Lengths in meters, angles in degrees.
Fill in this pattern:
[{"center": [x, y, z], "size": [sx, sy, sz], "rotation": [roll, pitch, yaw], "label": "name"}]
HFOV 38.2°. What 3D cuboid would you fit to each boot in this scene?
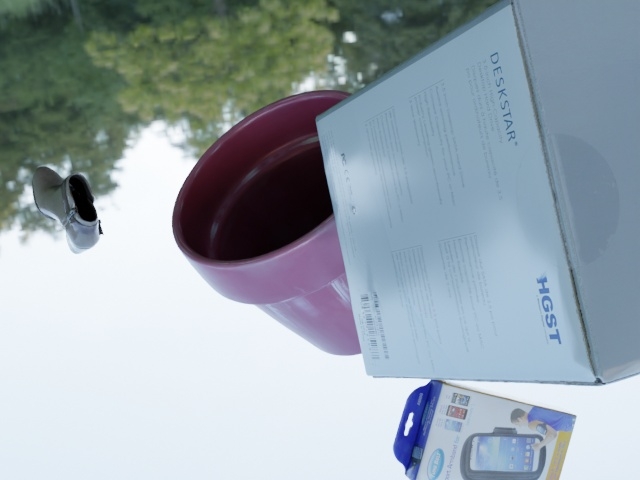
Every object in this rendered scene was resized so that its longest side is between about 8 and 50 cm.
[{"center": [-0.251, -0.043, 0.922], "size": [0.042, 0.087, 0.118], "rotation": [-24, -105, -31], "label": "boot"}]

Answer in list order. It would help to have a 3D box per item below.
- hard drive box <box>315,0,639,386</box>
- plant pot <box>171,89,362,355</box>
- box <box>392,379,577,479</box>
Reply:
[{"center": [0.095, -0.016, 0.522], "size": [0.089, 0.181, 0.232], "rotation": [-11, 178, -24], "label": "hard drive box"}, {"center": [0.000, 0.000, 0.809], "size": [0.201, 0.180, 0.201], "rotation": [-20, -139, 19], "label": "plant pot"}, {"center": [0.126, 0.158, 0.718], "size": [0.136, 0.081, 0.028], "rotation": [15, -179, -17], "label": "box"}]
